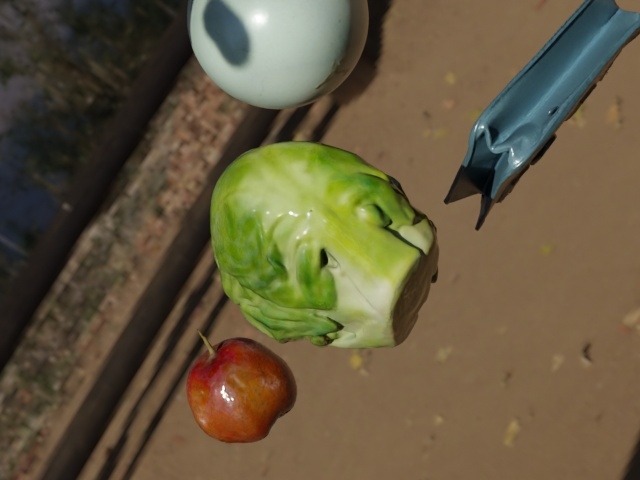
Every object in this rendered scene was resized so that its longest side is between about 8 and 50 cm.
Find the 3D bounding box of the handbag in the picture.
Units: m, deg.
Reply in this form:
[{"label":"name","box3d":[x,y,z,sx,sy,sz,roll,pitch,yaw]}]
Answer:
[{"label":"handbag","box3d":[0.216,-0.126,1.416,0.229,0.062,0.179,-48,-10,-21]}]

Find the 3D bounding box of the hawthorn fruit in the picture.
[{"label":"hawthorn fruit","box3d":[-0.095,0.166,1.678,0.125,0.140,0.125,-30,-11,-6]}]

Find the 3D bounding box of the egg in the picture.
[{"label":"egg","box3d":[-0.045,-0.228,1.488,0.183,0.183,0.264,-52,13,6]}]

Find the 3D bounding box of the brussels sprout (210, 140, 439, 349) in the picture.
[{"label":"brussels sprout","box3d":[0.000,0.000,1.296,0.223,0.223,0.161,-27,22,45]}]
